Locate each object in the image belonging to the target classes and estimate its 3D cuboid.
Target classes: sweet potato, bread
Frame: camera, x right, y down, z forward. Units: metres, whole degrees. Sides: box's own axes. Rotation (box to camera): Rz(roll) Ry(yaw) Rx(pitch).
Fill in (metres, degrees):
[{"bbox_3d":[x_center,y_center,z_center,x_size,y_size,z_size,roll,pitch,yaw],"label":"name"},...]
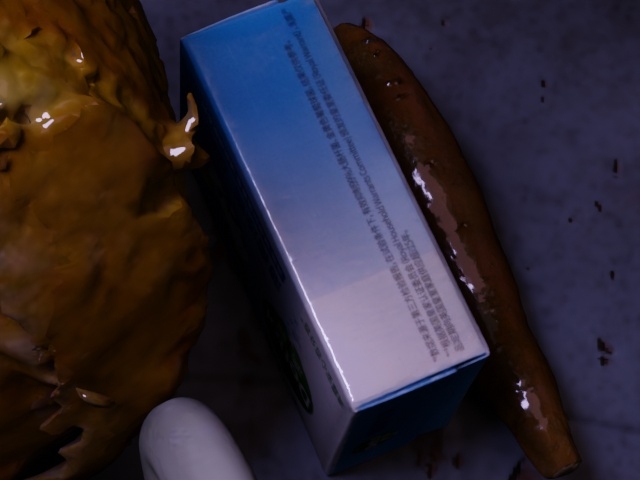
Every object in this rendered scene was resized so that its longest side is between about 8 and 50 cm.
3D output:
[{"bbox_3d":[0.065,0.000,0.956,0.057,0.057,0.264,-23,75,-13],"label":"sweet potato"},{"bbox_3d":[-0.224,-0.012,0.789,0.337,0.358,0.204,25,46,-27],"label":"bread"}]

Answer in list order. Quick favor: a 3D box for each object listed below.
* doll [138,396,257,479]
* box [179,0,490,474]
[{"bbox_3d":[-0.164,0.232,0.767,0.370,0.215,0.226,-27,109,-4],"label":"doll"},{"bbox_3d":[0.000,-0.001,0.904,0.073,0.139,0.194,-22,74,-12],"label":"box"}]
